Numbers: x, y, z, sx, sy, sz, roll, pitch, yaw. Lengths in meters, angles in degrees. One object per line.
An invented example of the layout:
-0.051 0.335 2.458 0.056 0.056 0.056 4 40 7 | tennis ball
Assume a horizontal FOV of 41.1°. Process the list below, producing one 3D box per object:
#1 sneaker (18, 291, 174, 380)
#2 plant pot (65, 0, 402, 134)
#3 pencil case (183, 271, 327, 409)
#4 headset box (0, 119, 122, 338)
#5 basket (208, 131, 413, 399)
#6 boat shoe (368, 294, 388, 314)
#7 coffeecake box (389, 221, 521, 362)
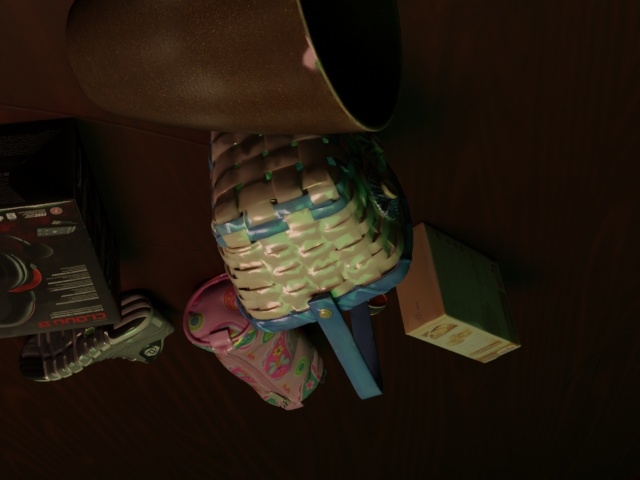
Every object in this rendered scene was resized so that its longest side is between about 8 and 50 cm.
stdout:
-0.310 0.160 1.233 0.228 0.086 0.132 -22 148 17 | sneaker
-0.078 -0.173 0.685 0.230 0.216 0.215 -9 151 25 | plant pot
-0.089 0.155 1.255 0.124 0.124 0.284 -17 147 11 | pencil case
-0.350 0.009 0.955 0.218 0.110 0.293 -7 148 -6 | headset box
0.000 0.000 0.907 0.201 0.255 0.289 -17 136 7 | basket
0.049 0.071 1.230 0.137 0.049 0.043 21 135 -33 | boat shoe
0.186 0.076 1.182 0.068 0.142 0.185 -32 142 32 | coffeecake box
